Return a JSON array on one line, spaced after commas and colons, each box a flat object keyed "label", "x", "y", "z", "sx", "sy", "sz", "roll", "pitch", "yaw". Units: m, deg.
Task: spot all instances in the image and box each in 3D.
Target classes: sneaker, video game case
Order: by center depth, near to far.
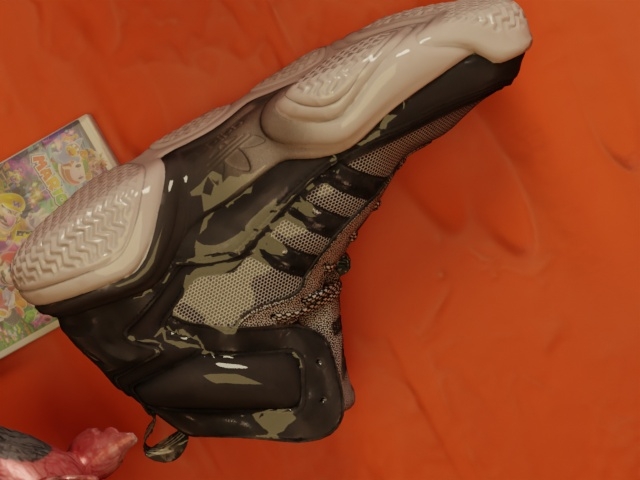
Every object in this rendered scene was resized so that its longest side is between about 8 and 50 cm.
[{"label": "sneaker", "x": 0.000, "y": 0.000, "z": 0.763, "sx": 0.268, "sy": 0.101, "sz": 0.153, "roll": -29, "pitch": 104, "yaw": 5}, {"label": "video game case", "x": -0.148, "y": 0.002, "z": 0.814, "sx": 0.122, "sy": 0.011, "sz": 0.087, "roll": -29, "pitch": 95, "yaw": 8}]

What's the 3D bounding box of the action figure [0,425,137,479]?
[{"label": "action figure", "x": -0.262, "y": 0.140, "z": 0.783, "sx": 0.370, "sy": 0.248, "sz": 0.276, "roll": -21, "pitch": 70, "yaw": 8}]
